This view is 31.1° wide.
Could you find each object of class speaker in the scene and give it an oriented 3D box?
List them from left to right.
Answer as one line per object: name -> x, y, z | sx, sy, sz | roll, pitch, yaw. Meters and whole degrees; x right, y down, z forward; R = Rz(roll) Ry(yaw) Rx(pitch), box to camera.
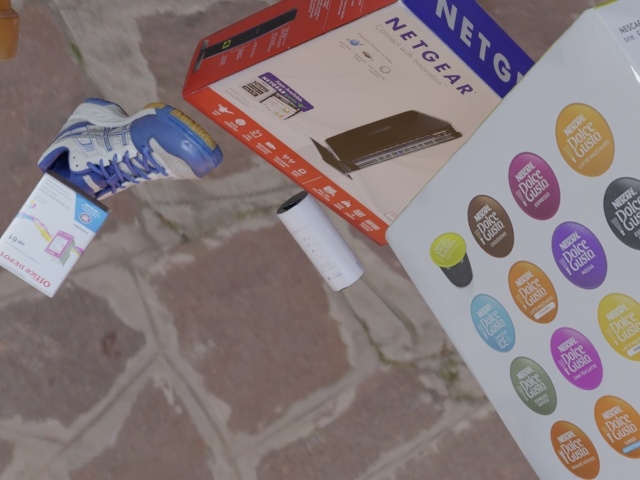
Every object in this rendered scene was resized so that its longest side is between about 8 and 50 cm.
speaker -> 0.000, 0.000, 1.531 | 0.055, 0.055, 0.136 | -37, 106, -3

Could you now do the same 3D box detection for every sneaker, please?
sneaker -> -0.243, -0.098, 1.454 | 0.131, 0.296, 0.112 | -52, 126, -23

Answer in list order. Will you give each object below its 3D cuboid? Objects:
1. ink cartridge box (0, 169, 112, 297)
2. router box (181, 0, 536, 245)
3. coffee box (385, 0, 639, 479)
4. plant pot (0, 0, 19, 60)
ink cartridge box -> -0.316, -0.007, 1.350 | 0.088, 0.052, 0.122 | 34, 93, -9
router box -> 0.077, -0.135, 1.218 | 0.335, 0.301, 0.082 | 36, 54, -35
coffee box -> 0.319, -0.002, 0.894 | 0.338, 0.337, 0.334 | -25, 77, -30
plant pot -> -0.470, -0.335, 1.424 | 0.205, 0.205, 0.188 | 6, 105, -19
